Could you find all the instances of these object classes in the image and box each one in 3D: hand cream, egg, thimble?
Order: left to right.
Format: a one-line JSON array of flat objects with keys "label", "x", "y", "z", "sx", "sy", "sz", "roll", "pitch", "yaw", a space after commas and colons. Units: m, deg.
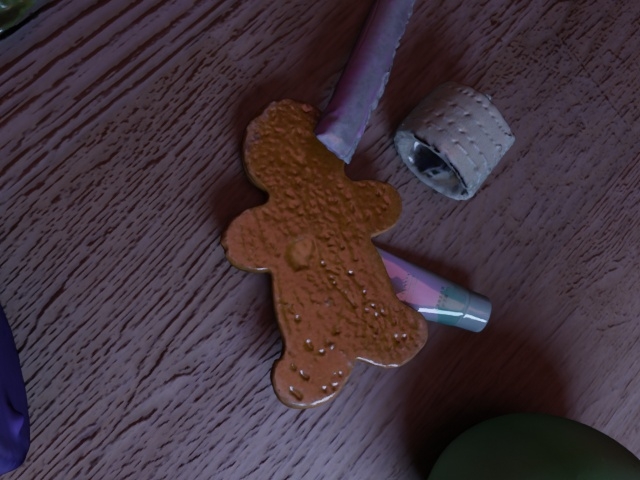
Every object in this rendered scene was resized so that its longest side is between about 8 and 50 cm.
[{"label": "hand cream", "x": 0.113, "y": 0.062, "z": 0.568, "sx": 0.174, "sy": 0.047, "sz": 0.076, "roll": 20, "pitch": 82, "yaw": -5}, {"label": "thimble", "x": 0.150, "y": -0.112, "z": 0.549, "sx": 0.115, "sy": 0.102, "sz": 0.090, "roll": 38, "pitch": 77, "yaw": 14}, {"label": "egg", "x": 0.238, "y": 0.297, "z": 0.500, "sx": 0.270, "sy": 0.220, "sz": 0.220, "roll": 4, "pitch": 87, "yaw": -17}]

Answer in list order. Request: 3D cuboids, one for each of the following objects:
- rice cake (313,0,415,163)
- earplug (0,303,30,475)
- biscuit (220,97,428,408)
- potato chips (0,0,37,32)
[{"label": "rice cake", "x": 0.056, "y": -0.204, "z": 0.534, "sx": 0.055, "sy": 0.049, "sz": 0.270, "roll": 23, "pitch": 71, "yaw": 2}, {"label": "earplug", "x": -0.450, "y": 0.132, "z": 0.279, "sx": 0.456, "sy": 0.215, "sz": 0.215, "roll": -18, "pitch": 93, "yaw": -24}, {"label": "biscuit", "x": -0.001, "y": 0.001, "z": 0.526, "sx": 0.205, "sy": 0.049, "sz": 0.324, "roll": -20, "pitch": 88, "yaw": -15}, {"label": "potato chips", "x": -0.390, "y": -0.382, "z": 0.405, "sx": 0.373, "sy": 0.097, "sz": 0.389, "roll": 26, "pitch": 79, "yaw": -14}]
